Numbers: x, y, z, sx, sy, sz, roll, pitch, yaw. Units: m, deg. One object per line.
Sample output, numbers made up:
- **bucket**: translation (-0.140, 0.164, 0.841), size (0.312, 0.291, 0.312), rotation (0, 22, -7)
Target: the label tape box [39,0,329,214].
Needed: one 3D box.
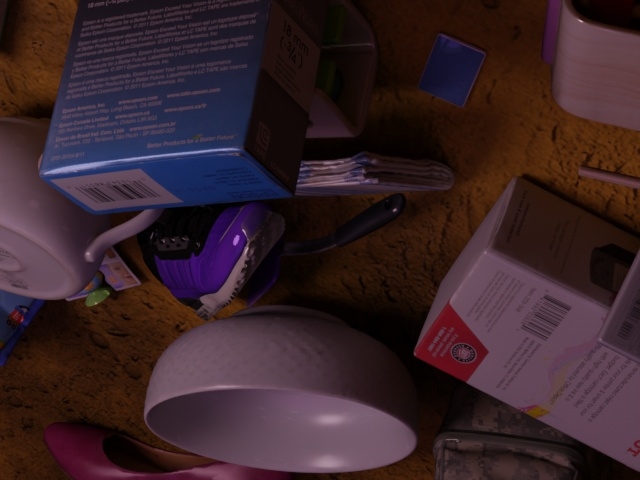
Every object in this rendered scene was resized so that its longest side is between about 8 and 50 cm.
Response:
- **label tape box**: translation (-0.121, -0.202, 1.591), size (0.240, 0.334, 0.106), rotation (-4, 155, 30)

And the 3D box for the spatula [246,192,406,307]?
- **spatula**: translation (0.000, 0.000, 1.881), size (0.030, 0.084, 0.296), rotation (26, 147, -33)

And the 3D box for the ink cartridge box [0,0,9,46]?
- **ink cartridge box**: translation (-0.401, -0.281, 1.810), size (0.109, 0.062, 0.209), rotation (25, 140, 1)

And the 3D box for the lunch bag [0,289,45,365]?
- **lunch bag**: translation (-0.532, 0.076, 2.220), size (0.221, 0.138, 0.293), rotation (41, 149, -18)

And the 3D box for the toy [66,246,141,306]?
- **toy**: translation (-0.348, -0.006, 2.083), size (0.137, 0.056, 0.237), rotation (-12, 127, 35)

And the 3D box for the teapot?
- **teapot**: translation (-0.343, -0.059, 1.923), size (0.256, 0.187, 0.252), rotation (31, 153, -21)

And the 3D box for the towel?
- **towel**: translation (-0.019, -0.067, 1.779), size (0.285, 0.209, 0.034), rotation (-2, 88, 30)

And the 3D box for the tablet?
- **tablet**: translation (0.135, -0.176, 1.692), size (0.054, 0.006, 0.083), rotation (23, 139, 3)

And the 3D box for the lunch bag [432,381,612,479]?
- **lunch bag**: translation (0.241, 0.363, 2.021), size (0.212, 0.256, 0.305), rotation (8, 137, 20)

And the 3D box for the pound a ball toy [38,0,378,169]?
- **pound a ball toy**: translation (-0.113, -0.134, 1.710), size (0.319, 0.208, 0.136), rotation (-1, 156, 27)

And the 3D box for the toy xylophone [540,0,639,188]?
- **toy xylophone**: translation (0.354, -0.141, 1.559), size (0.322, 0.081, 0.236), rotation (19, 139, 7)

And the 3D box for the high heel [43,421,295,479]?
- **high heel**: translation (-0.213, 0.298, 2.335), size (0.377, 0.127, 0.181), rotation (23, 111, 10)

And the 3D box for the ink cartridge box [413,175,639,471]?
- **ink cartridge box**: translation (0.289, 0.097, 1.810), size (0.306, 0.131, 0.226), rotation (26, 139, -3)

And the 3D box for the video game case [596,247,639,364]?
- **video game case**: translation (0.400, 0.058, 1.685), size (0.173, 0.190, 0.022), rotation (27, 175, -1)

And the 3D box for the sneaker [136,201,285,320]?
- **sneaker**: translation (-0.147, 0.003, 1.917), size (0.146, 0.102, 0.293), rotation (38, 156, -4)

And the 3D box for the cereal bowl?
- **cereal bowl**: translation (-0.042, 0.173, 2.015), size (0.339, 0.141, 0.339), rotation (6, 156, 3)
